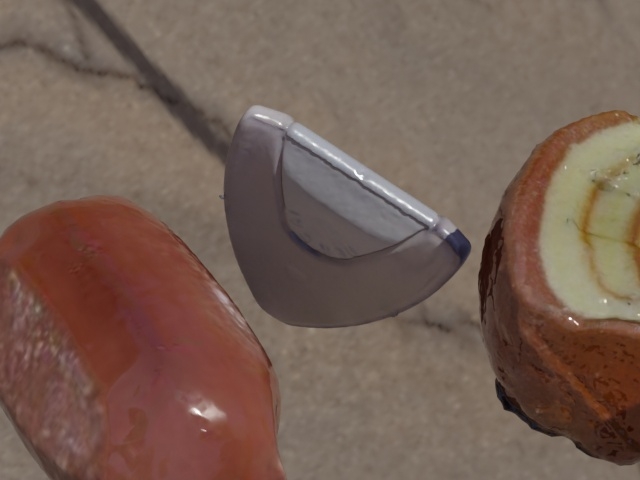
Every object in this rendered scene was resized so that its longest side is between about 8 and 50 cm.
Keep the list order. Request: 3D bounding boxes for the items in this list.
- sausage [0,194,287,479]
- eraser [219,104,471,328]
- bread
[{"bbox_3d":[-0.106,0.071,0.902,0.148,0.148,0.254,14,25,-46],"label":"sausage"},{"bbox_3d":[0.000,-0.001,1.341,0.204,0.243,0.059,33,60,0],"label":"eraser"},{"bbox_3d":[0.205,0.021,1.139,0.190,0.123,0.244,14,50,-4],"label":"bread"}]
